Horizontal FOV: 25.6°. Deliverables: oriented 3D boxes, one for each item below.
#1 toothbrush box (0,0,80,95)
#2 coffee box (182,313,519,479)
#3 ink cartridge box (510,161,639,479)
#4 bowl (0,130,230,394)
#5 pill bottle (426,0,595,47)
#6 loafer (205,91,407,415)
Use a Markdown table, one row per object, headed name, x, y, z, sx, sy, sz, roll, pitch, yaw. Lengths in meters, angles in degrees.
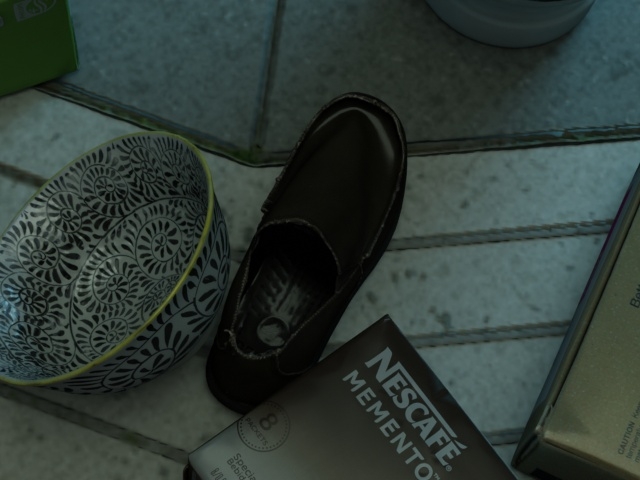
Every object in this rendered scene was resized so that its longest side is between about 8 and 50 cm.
| name | x | y | z | sx | sy | sz | roll | pitch | yaw |
| --- | --- | --- | --- | --- | --- | --- | --- | --- | --- |
| toothbrush box | -0.316 | -0.170 | 0.857 | 0.283 | 0.122 | 0.206 | -21 | 73 | -13 |
| coffee box | 0.052 | 0.185 | 0.767 | 0.141 | 0.098 | 0.246 | -33 | 76 | -16 |
| ink cartridge box | 0.248 | 0.066 | 0.837 | 0.193 | 0.088 | 0.234 | 25 | 70 | 6 |
| bowl | -0.110 | 0.028 | 0.808 | 0.170 | 0.080 | 0.170 | -21 | 45 | 23 |
| pill bottle | 0.139 | -0.239 | 0.841 | 0.162 | 0.278 | 0.162 | 2 | 69 | -5 |
| loafer | 0.000 | 0.000 | 0.844 | 0.080 | 0.078 | 0.220 | 20 | 69 | 2 |
